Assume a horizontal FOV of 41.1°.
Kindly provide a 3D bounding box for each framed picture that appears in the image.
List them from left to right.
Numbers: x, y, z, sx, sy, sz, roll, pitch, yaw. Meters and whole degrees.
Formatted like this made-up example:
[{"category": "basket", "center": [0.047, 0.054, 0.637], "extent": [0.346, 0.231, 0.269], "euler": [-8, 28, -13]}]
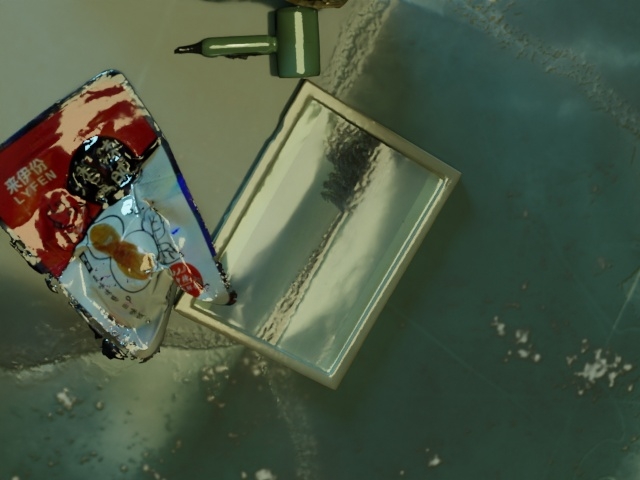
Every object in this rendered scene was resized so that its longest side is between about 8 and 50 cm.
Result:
[{"category": "framed picture", "center": [0.000, 0.000, 0.946], "extent": [0.213, 0.016, 0.289], "euler": [29, 95, -17]}]

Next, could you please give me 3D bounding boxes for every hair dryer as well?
[{"category": "hair dryer", "center": [-0.076, -0.201, 0.878], "extent": [0.150, 0.047, 0.071], "euler": [-3, 101, -1]}]

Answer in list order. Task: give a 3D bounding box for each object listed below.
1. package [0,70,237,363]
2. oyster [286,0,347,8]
[{"category": "package", "center": [-0.209, -0.013, 0.875], "extent": [0.194, 0.071, 0.269], "euler": [-36, 95, -6]}, {"category": "oyster", "center": [-0.116, -0.302, 0.829], "extent": [0.345, 0.078, 0.129], "euler": [9, 79, -13]}]
